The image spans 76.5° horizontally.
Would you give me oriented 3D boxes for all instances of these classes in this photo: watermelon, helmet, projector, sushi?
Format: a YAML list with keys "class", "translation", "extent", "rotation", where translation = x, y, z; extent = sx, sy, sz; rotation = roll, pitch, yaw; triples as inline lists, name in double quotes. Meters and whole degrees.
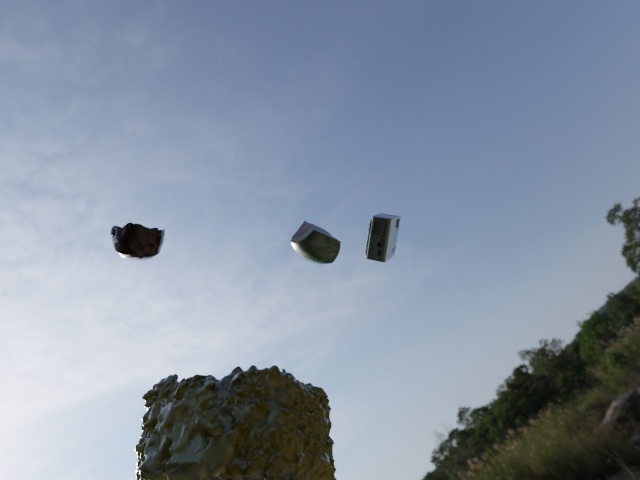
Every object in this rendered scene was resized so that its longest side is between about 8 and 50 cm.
- class: "watermelon"
  translation: [-0.003, 0.000, 0.770]
  extent: [0.092, 0.072, 0.084]
  rotation: [-11, -29, 29]
- class: "helmet"
  translation: [-0.382, 0.008, 0.846]
  extent: [0.123, 0.070, 0.098]
  rotation: [-13, -19, 37]
- class: "projector"
  translation: [0.162, -0.011, 1.059]
  extent: [0.147, 0.061, 0.115]
  rotation: [-17, -62, -69]
- class: "sushi"
  translation: [-0.182, 0.421, 0.869]
  extent: [0.397, 0.240, 0.351]
  rotation: [-16, -40, 18]
